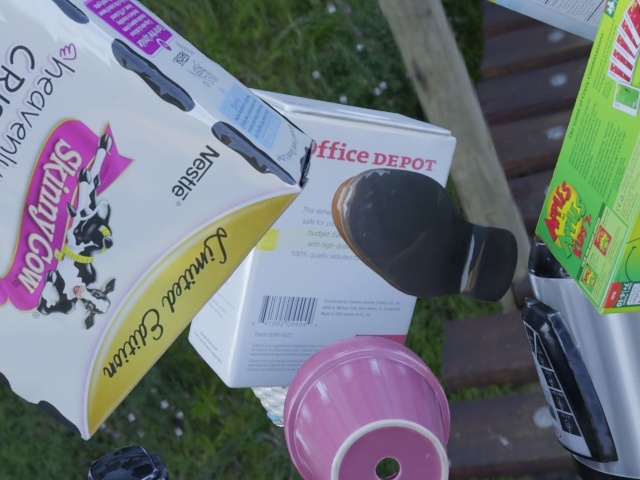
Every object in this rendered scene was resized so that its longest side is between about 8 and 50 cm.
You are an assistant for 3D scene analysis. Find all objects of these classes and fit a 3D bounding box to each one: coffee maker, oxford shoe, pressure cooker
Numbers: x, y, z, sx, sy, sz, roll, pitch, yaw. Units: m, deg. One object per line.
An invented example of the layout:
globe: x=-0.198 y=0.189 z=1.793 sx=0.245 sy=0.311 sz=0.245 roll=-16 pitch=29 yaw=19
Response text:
coffee maker: x=-0.226 y=0.382 z=1.309 sx=0.171 sy=0.178 sz=0.120 roll=9 pitch=34 yaw=40
oxford shoe: x=0.060 y=0.000 z=0.680 sx=0.076 sy=0.212 sz=0.076 roll=15 pitch=84 yaw=35
pressure cooker: x=0.466 y=0.158 z=1.187 sx=0.370 sy=0.420 sz=0.376 roll=-18 pitch=6 yaw=-37

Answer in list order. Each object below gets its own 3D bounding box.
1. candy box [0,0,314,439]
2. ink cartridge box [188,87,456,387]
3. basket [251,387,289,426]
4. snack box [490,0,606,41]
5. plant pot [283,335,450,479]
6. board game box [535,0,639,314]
candy box: x=-0.142 y=-0.046 z=0.413 sx=0.159 sy=0.233 sz=0.071 roll=-49 pitch=12 yaw=20
ink cartridge box: x=0.000 y=0.000 z=1.385 sx=0.279 sy=0.384 sz=0.160 roll=5 pitch=17 yaw=-30
basket: x=-0.031 y=0.180 z=1.703 sx=0.255 sy=0.288 sz=0.201 roll=3 pitch=31 yaw=47
snack box: x=0.159 y=-0.217 z=0.706 sx=0.207 sy=0.070 sz=0.174 roll=7 pitch=37 yaw=-36
plant pot: x=0.062 y=0.231 z=1.124 sx=0.201 sy=0.201 sz=0.180 roll=-24 pitch=14 yaw=-1
board game box: x=0.190 y=-0.055 z=0.589 sx=0.043 sy=0.181 sz=0.092 roll=-2 pitch=35 yaw=-17
